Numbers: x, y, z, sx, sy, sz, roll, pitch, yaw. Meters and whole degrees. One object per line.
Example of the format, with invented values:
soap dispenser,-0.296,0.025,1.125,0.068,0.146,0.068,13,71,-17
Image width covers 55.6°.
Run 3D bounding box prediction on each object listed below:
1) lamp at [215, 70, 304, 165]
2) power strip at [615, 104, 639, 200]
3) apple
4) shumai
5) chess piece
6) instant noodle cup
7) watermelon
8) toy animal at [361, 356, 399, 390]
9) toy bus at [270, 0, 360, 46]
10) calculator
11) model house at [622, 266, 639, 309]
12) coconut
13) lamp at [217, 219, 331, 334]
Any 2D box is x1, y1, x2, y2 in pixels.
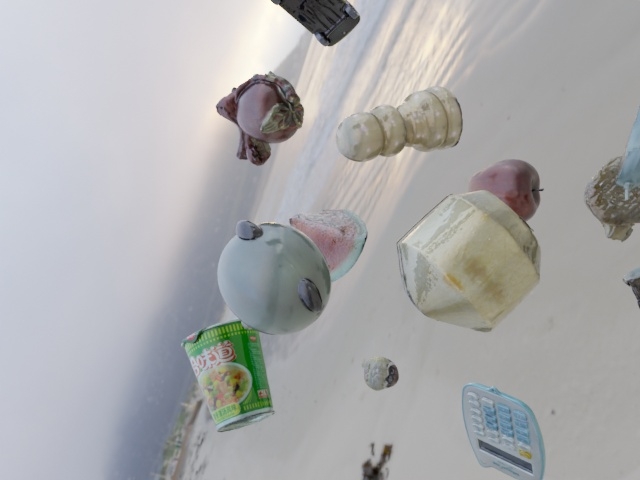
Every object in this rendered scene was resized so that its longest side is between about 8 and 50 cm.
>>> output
lamp,-0.123,-0.289,1.429,0.151,0.214,0.223,-35,27,-28
power strip,0.610,-0.163,1.172,0.216,0.044,0.137,-57,-25,-35
apple,0.605,-0.158,1.970,0.234,0.234,0.233,-162,90,-84
shumai,0.686,-0.094,1.384,0.210,0.161,0.153,-32,-21,-9
chess piece,0.155,-0.233,1.264,0.143,0.261,0.142,41,140,47
instant noodle cup,-0.217,0.335,1.487,0.207,0.207,0.232,119,136,-61
watermelon,0.016,0.008,1.571,0.207,0.202,0.136,-56,-16,7
toy animal,0.167,0.370,1.709,0.137,0.098,0.098,-155,82,-79
toy bus,-0.034,-0.719,1.772,0.145,0.331,0.151,-38,52,24
calculator,0.537,0.565,1.783,0.054,0.256,0.386,-40,-54,-31
model house,0.853,0.141,1.549,0.152,0.166,0.106,67,164,7
coconut,0.329,0.054,1.380,0.323,0.323,0.322,-162,90,-84
lamp,-0.079,0.076,1.031,0.243,0.198,0.197,106,179,-64
